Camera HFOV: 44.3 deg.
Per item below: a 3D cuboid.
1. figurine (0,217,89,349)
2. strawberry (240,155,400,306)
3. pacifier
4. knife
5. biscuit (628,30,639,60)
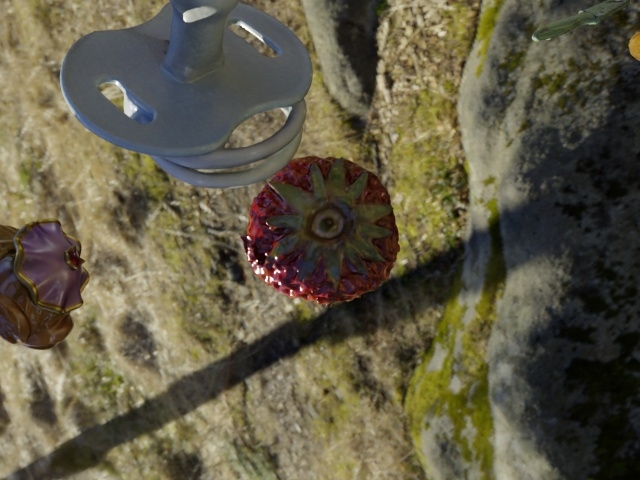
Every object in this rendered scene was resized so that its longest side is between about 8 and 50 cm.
[{"bbox_3d":[-0.389,0.058,0.919,0.263,0.142,0.189,-7,74,24],"label":"figurine"},{"bbox_3d":[0.000,0.000,1.056,0.205,0.205,0.244,60,169,6],"label":"strawberry"},{"bbox_3d":[-0.123,-0.212,0.841,0.244,0.299,0.233,37,142,20],"label":"pacifier"},{"bbox_3d":[0.407,-0.341,1.210,0.043,0.293,0.020,22,127,36],"label":"knife"},{"bbox_3d":[0.594,-0.319,1.166,0.262,0.262,0.037,-17,84,50],"label":"biscuit"}]
